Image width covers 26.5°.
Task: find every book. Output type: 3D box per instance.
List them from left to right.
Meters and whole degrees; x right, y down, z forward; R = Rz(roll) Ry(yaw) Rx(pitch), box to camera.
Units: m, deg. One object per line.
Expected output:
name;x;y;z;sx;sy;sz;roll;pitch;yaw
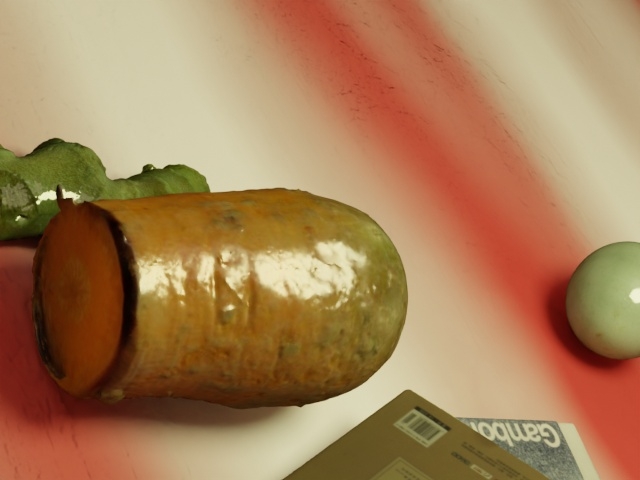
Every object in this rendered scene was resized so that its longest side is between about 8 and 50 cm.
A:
book;0.066;0.268;1.281;0.217;0.021;0.310;31;43;31

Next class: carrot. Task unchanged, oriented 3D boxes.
carrot;-0.088;0.055;1.329;0.341;0.224;0.224;2;50;-37

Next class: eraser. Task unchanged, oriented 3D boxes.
eraser;0.217;0.250;1.533;0.212;0.046;0.092;8;47;-36

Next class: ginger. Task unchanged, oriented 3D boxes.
ginger;-0.235;-0.049;1.427;0.290;0.089;0.137;8;32;-31

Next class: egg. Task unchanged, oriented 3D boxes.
egg;0.400;0.077;1.785;0.149;0.149;0.192;42;30;3
